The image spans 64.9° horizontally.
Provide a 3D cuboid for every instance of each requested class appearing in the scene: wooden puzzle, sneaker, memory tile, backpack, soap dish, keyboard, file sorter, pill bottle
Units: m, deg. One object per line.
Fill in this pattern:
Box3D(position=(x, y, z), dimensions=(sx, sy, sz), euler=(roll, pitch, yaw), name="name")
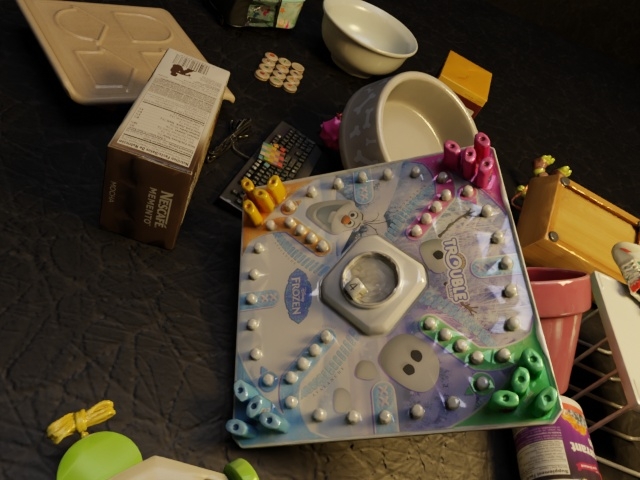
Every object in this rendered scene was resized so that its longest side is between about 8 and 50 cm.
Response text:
Box3D(position=(-0.391, -0.368, 1.019), dimensions=(0.347, 0.081, 0.322), euler=(-13, 57, -43), name="wooden puzzle")
Box3D(position=(-0.096, -0.170, 0.999), dimensions=(0.049, 0.006, 0.083), euler=(24, 43, -16), name="wooden puzzle")
Box3D(position=(0.577, 0.065, 0.903), dimensions=(0.075, 0.057, 0.161), euler=(3, 50, -33), name="sneaker")
Box3D(position=(-0.102, -0.432, 1.286), dimensions=(0.113, 0.012, 0.148), euler=(22, 42, -10), name="memory tile")
Box3D(position=(-0.168, -0.691, 1.381), dimensions=(0.253, 0.191, 0.225), euler=(-12, 56, -43), name="backpack")
Box3D(position=(0.593, -0.001, 1.142), dimensions=(0.290, 0.118, 0.229), euler=(29, 62, -4), name="soap dish")
Box3D(position=(-0.122, -0.159, 0.999), dimensions=(0.201, 0.033, 0.317), euler=(28, 41, -2), name="keyboard")
Box3D(position=(0.536, 0.234, 0.886), dimensions=(0.192, 0.173, 0.278), euler=(23, 42, -7), name="file sorter")
Box3D(position=(0.345, 0.335, 0.729), dimensions=(0.108, 0.108, 0.194), euler=(21, 43, -11), name="pill bottle")

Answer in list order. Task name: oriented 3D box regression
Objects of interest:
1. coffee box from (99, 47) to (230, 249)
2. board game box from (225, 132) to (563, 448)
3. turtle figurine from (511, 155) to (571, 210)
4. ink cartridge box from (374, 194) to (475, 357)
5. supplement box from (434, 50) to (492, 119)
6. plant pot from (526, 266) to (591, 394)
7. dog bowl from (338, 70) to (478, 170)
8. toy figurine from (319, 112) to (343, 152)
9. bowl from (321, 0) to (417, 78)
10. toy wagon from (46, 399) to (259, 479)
Box3D(position=(-0.247, -0.157, 0.824), dimensions=(0.118, 0.168, 0.297), euler=(18, 44, -13), name="coffee box")
Box3D(position=(0.066, 0.050, 0.664), dimensions=(0.389, 0.050, 0.390), euler=(-9, 60, 12), name="board game box")
Box3D(position=(0.610, -0.102, 1.314), dimensions=(0.269, 0.087, 0.218), euler=(20, 60, -6), name="turtle figurine")
Box3D(position=(0.145, 0.097, 0.774), dimensions=(0.117, 0.201, 0.278), euler=(-4, 52, -31), name="ink cartridge box")
Box3D(position=(0.333, -0.355, 1.322), dimensions=(0.129, 0.194, 0.191), euler=(29, 42, -1), name="supplement box")
Box3D(position=(0.320, 0.141, 0.800), dimensions=(0.201, 0.201, 0.181), euler=(-6, 93, -33), name="plant pot")
Box3D(position=(0.207, -0.194, 1.065), dimensions=(0.348, 0.102, 0.349), euler=(9, 74, -33), name="dog bowl")
Box3D(position=(0.065, -0.263, 1.161), dimensions=(0.159, 0.130, 0.173), euler=(-17, 37, -28), name="toy figurine")
Box3D(position=(0.119, -0.566, 1.450), dimensions=(0.297, 0.134, 0.298), euler=(16, 44, -16), name="bowl")
Box3D(position=(-0.168, 0.320, 0.485), dimensions=(0.267, 0.068, 0.344), euler=(-17, 59, -40), name="toy wagon")
